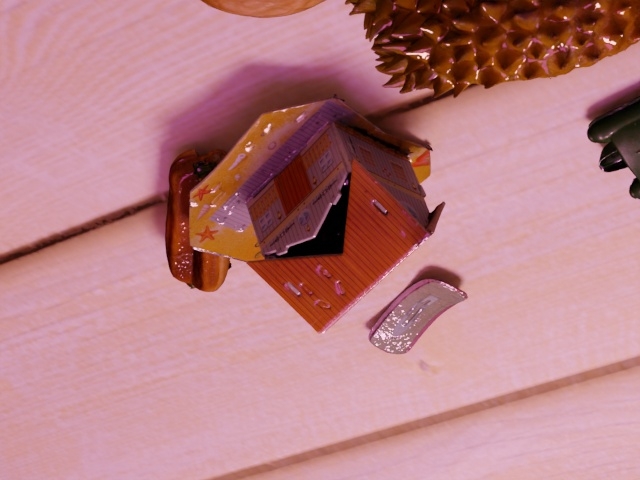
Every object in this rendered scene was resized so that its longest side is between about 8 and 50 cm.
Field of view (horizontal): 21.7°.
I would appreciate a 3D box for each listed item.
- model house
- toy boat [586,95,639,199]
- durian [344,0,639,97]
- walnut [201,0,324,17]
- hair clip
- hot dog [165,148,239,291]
[{"bbox_3d":[0.000,0.000,1.540,0.207,0.136,0.219,24,123,-40],"label":"model house"},{"bbox_3d":[0.342,-0.106,1.508,0.210,0.052,0.104,-28,113,30],"label":"toy boat"},{"bbox_3d":[0.139,-0.213,1.347,0.260,0.154,0.186,-26,109,20],"label":"durian"},{"bbox_3d":[-0.040,-0.244,1.290,0.180,0.144,0.144,-7,140,19],"label":"walnut"},{"bbox_3d":[0.103,0.078,1.772,0.054,0.022,0.137,21,138,-21],"label":"hair clip"},{"bbox_3d":[-0.114,-0.022,1.631,0.072,0.055,0.188,27,138,16],"label":"hot dog"}]
